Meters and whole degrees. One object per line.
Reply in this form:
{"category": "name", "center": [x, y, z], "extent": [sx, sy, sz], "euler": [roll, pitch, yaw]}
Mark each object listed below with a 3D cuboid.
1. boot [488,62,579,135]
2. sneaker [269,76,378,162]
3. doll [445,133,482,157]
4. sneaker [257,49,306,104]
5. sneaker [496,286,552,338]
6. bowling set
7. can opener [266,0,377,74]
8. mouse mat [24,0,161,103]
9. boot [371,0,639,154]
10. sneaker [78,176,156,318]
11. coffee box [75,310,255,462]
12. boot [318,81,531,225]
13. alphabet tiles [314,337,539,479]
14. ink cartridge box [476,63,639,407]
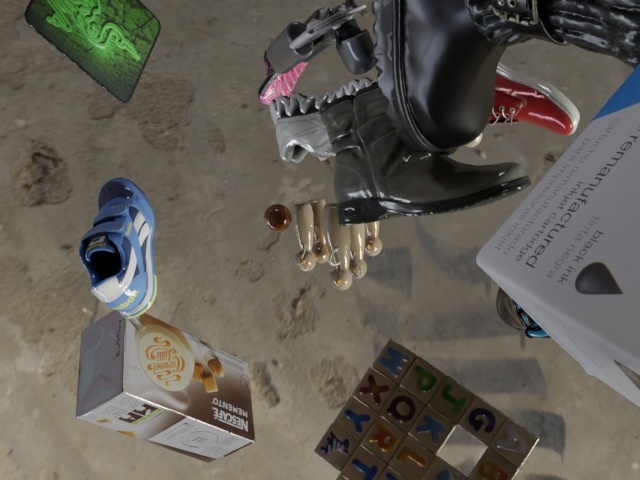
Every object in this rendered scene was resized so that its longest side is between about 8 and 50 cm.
{"category": "boot", "center": [0.297, -0.208, 1.326], "extent": [0.244, 0.088, 0.176], "euler": [33, 69, 24]}
{"category": "sneaker", "center": [0.041, -0.197, 1.304], "extent": [0.292, 0.110, 0.118], "euler": [-5, 82, 39]}
{"category": "doll", "center": [0.175, -0.162, 1.209], "extent": [0.189, 0.046, 0.129], "euler": [-4, 134, -28]}
{"category": "sneaker", "center": [-0.085, -0.331, 1.517], "extent": [0.075, 0.063, 0.170], "euler": [16, 61, 25]}
{"category": "sneaker", "center": [0.325, 0.079, 1.144], "extent": [0.140, 0.341, 0.125], "euler": [-28, 83, -17]}
{"category": "bowling set", "center": [0.000, 0.000, 1.478], "extent": [0.200, 0.287, 0.154], "euler": [-3, 96, 23]}
{"category": "can opener", "center": [-0.002, -0.234, 0.974], "extent": [0.076, 0.283, 0.095], "euler": [-29, 100, -10]}
{"category": "mouse mat", "center": [-0.300, -0.296, 1.056], "extent": [0.007, 0.190, 0.152], "euler": [-1, 62, 36]}
{"category": "boot", "center": [0.180, -0.184, 0.671], "extent": [0.260, 0.131, 0.348], "euler": [21, 150, 29]}
{"category": "sneaker", "center": [-0.186, -0.002, 0.711], "extent": [0.053, 0.059, 0.144], "euler": [-28, 58, 20]}
{"category": "coffee box", "center": [-0.214, 0.209, 1.107], "extent": [0.098, 0.141, 0.246], "euler": [-31, 136, 25]}
{"category": "boot", "center": [0.102, -0.107, 0.866], "extent": [0.246, 0.083, 0.161], "euler": [-6, 94, 36]}
{"category": "alphabet tiles", "center": [0.090, 0.258, 0.858], "extent": [0.198, 0.009, 0.237], "euler": [32, 84, 24]}
{"category": "ink cartridge box", "center": [0.241, 0.003, 0.331], "extent": [0.129, 0.307, 0.223], "euler": [41, 91, -22]}
